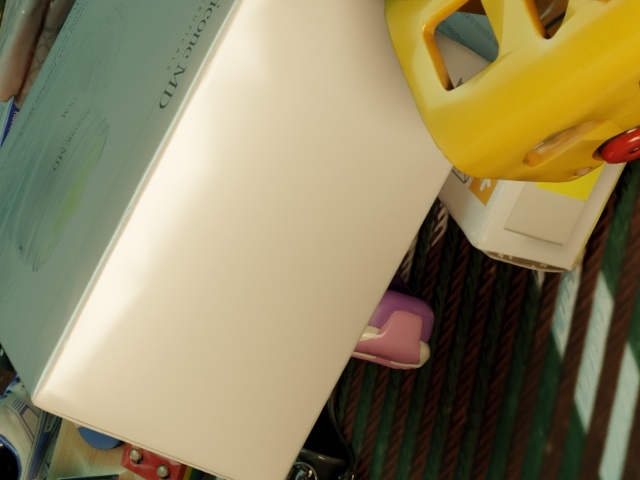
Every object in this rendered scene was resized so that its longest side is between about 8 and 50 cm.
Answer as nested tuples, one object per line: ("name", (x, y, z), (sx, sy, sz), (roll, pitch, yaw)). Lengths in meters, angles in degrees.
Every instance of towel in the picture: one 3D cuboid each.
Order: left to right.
("towel", (-0.227, -0.326, 1.444), (0.317, 0.053, 0.332), (-60, 21, 31))

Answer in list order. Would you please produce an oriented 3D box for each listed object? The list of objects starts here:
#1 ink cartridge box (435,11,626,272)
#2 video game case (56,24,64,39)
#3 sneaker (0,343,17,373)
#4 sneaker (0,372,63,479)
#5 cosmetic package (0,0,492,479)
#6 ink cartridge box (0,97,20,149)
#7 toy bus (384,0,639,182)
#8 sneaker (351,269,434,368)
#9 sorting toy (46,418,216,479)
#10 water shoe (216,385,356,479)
("ink cartridge box", (0.106, -0.191, 0.766), (0.307, 0.072, 0.303), (-64, 27, 21))
("video game case", (-0.217, -0.188, 1.469), (0.275, 0.035, 0.248), (-51, 36, 43))
("sneaker", (-0.301, 0.096, 1.476), (0.158, 0.065, 0.061), (5, 83, 64))
("sneaker", (-0.232, 0.146, 1.234), (0.296, 0.131, 0.112), (-112, 40, -52))
("cosmetic package", (-0.061, -0.035, 0.758), (0.224, 0.138, 0.224), (-62, 29, 5))
("ink cartridge box", (-0.360, -0.057, 1.692), (0.224, 0.045, 0.223), (24, 100, 64))
("toy bus", (0.118, -0.101, 0.563), (0.191, 0.104, 0.202), (24, 107, 41))
("sneaker", (0.000, 0.000, 0.873), (0.104, 0.095, 0.236), (-67, 25, 5))
("sorting toy", (-0.141, 0.172, 1.045), (0.132, 0.046, 0.274), (25, 106, 27))
("water shoe", (-0.021, 0.150, 0.858), (0.080, 0.073, 0.203), (-48, 38, 43))
